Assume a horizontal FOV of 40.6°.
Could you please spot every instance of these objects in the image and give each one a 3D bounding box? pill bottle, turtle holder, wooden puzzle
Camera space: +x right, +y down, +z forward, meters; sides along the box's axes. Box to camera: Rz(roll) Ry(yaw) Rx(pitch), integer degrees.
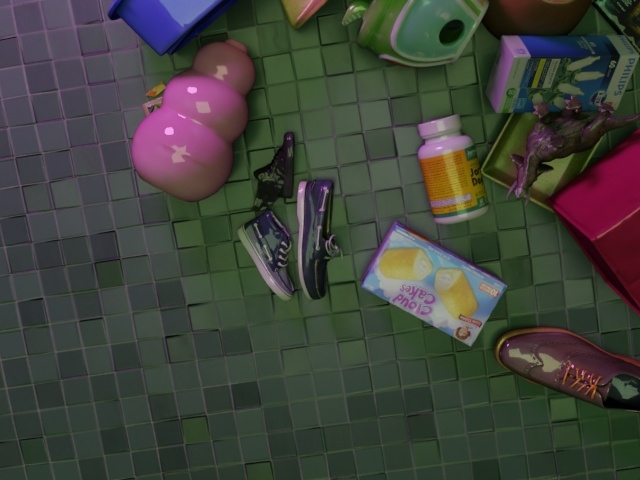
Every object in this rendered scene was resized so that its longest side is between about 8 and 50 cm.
[{"bbox_3d":[0.265,-0.146,1.762,0.117,0.117,0.208,-15,97,5],"label":"pill bottle"},{"bbox_3d":[0.208,-0.481,1.653,0.227,0.243,0.320,30,93,-1],"label":"turtle holder"},{"bbox_3d":[-0.334,-0.268,1.825,0.078,0.014,0.116,-26,97,7],"label":"wooden puzzle"}]

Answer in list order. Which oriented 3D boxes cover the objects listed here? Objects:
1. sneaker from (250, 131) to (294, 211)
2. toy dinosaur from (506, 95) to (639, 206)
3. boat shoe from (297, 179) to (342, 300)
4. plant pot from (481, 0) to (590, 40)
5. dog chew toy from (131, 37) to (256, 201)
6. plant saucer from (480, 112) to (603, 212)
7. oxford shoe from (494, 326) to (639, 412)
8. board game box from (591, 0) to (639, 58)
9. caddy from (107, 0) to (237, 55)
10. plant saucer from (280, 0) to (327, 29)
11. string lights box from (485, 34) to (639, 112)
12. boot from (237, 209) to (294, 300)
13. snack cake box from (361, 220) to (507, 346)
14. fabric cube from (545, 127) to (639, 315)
[{"bbox_3d":[-0.100,-0.143,1.812,0.089,0.051,0.170,2,108,1],"label":"sneaker"},{"bbox_3d":[0.485,-0.209,1.696,0.313,0.160,0.121,-32,72,-4],"label":"toy dinosaur"},{"bbox_3d":[0.000,0.000,1.813,0.079,0.095,0.255,-1,90,14],"label":"boat shoe"},{"bbox_3d":[0.424,-0.489,1.633,0.237,0.254,0.237,0,99,2],"label":"plant pot"},{"bbox_3d":[-0.239,-0.248,1.739,0.206,0.206,0.332,26,91,-1],"label":"dog chew toy"},{"bbox_3d":[0.451,-0.180,1.784,0.188,0.045,0.188,28,99,-1],"label":"plant saucer"},{"bbox_3d":[0.546,0.272,1.805,0.363,0.133,0.130,14,100,1],"label":"oxford shoe"},{"bbox_3d":[0.656,-0.453,1.741,0.126,0.026,0.186,-42,94,8],"label":"board game box"},{"bbox_3d":[-0.255,-0.511,1.671,0.341,0.241,0.179,-39,100,7],"label":"caddy"},{"bbox_3d":[-0.014,-0.613,1.622,0.081,0.332,0.333,-22,90,-27],"label":"plant saucer"},{"bbox_3d":[0.467,-0.324,1.685,0.259,0.077,0.133,-3,135,-12],"label":"string lights box"},{"bbox_3d":[-0.091,0.032,1.828,0.086,0.069,0.190,-32,95,17],"label":"boot"},{"bbox_3d":[0.234,0.089,1.815,0.264,0.089,0.152,28,98,-1],"label":"snack cake box"},{"bbox_3d":[0.641,-0.034,1.670,0.258,0.254,0.259,-37,110,9],"label":"fabric cube"}]
